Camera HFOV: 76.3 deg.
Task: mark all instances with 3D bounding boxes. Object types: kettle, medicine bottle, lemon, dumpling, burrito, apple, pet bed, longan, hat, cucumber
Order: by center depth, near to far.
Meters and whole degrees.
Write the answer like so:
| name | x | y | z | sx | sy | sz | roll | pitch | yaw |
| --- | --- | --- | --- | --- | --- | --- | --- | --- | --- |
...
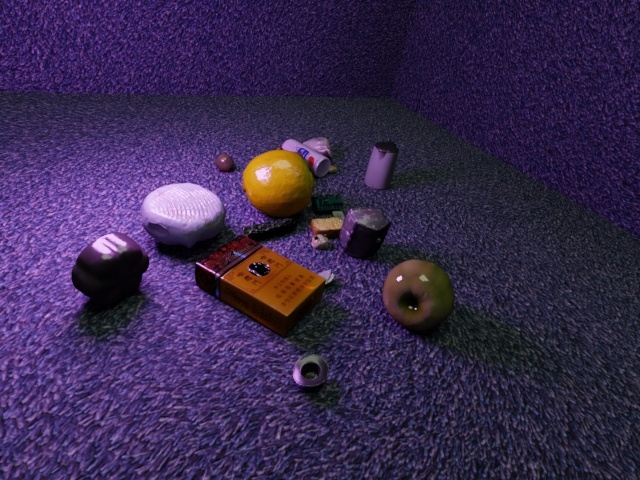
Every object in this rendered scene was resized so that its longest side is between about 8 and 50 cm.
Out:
| name | x | y | z | sx | sy | sz | roll | pitch | yaw |
| --- | --- | --- | --- | --- | --- | --- | --- | --- | --- |
| hat | -0.028 | 0.411 | 1.256 | 0.121 | 0.050 | 0.121 | 4 | 40 | -3 |
| apple | 0.369 | 0.195 | 1.537 | 0.280 | 0.278 | 0.279 | 8 | 35 | -6 |
| burrito | 0.014 | 0.157 | 1.637 | 0.118 | 0.044 | 0.074 | -17 | 41 | -32 |
| pet bed | 0.198 | -0.025 | 1.810 | 0.184 | 0.210 | 0.159 | -2 | 47 | -21 |
| hat | 0.000 | 0.000 | 1.847 | 0.077 | 0.059 | 0.076 | 4 | 40 | -19 |
| cucumber | -0.217 | -0.058 | 1.849 | 0.301 | 0.072 | 0.072 | -16 | 43 | -34 |
| lemon | -0.200 | -0.271 | 1.946 | 0.349 | 0.347 | 0.347 | 8 | 35 | -6 |
| longan | -0.529 | -0.429 | 2.272 | 0.119 | 0.106 | 0.106 | 34 | 11 | -48 |
| kettle | 0.376 | -0.461 | 2.446 | 0.165 | 0.255 | 0.240 | 23 | 36 | 20 |
| medicine bottle | -0.101 | -0.510 | 2.479 | 0.130 | 0.130 | 0.341 | -24 | 48 | -40 |
| dumpling | -0.001 | -0.597 | 2.661 | 0.247 | 0.142 | 0.173 | 31 | 3 | 36 |

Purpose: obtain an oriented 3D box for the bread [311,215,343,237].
| name | x | y | z | sx | sy | sz | roll | pitch | yaw |
| --- | --- | --- | --- | --- | --- | --- | --- | --- | --- |
| bread | 0.042 | -0.061 | 1.941 | 0.188 | 0.065 | 0.103 | -11 | 39 | -27 |

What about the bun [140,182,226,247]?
| name | x | y | z | sx | sy | sz | roll | pitch | yaw |
| --- | --- | --- | --- | --- | --- | --- | --- | --- | --- |
| bun | -0.569 | -0.093 | 1.687 | 0.355 | 0.194 | 0.354 | 11 | 33 | -7 |

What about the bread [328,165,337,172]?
| name | x | y | z | sx | sy | sz | roll | pitch | yaw |
| --- | --- | --- | --- | --- | --- | --- | --- | --- | --- |
| bread | 0.052 | -0.441 | 2.511 | 0.083 | 0.035 | 0.070 | 28 | 37 | 33 |

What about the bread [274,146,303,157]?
| name | x | y | z | sx | sy | sz | roll | pitch | yaw |
| --- | --- | --- | --- | --- | --- | --- | --- | --- | --- |
| bread | -0.190 | -0.409 | 2.265 | 0.195 | 0.178 | 0.339 | 14 | 35 | 1 |

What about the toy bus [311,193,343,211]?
| name | x | y | z | sx | sy | sz | roll | pitch | yaw |
| --- | --- | --- | --- | --- | --- | --- | --- | --- | --- |
| toy bus | 0.034 | -0.195 | 2.102 | 0.161 | 0.091 | 0.079 | -6 | 9 | -25 |

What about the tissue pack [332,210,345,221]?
| name | x | y | z | sx | sy | sz | roll | pitch | yaw |
| --- | --- | --- | --- | --- | --- | --- | --- | --- | --- |
| tissue pack | 0.097 | -0.112 | 2.063 | 0.056 | 0.023 | 0.108 | 0 | 35 | -17 |

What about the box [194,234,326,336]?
| name | x | y | z | sx | sy | sz | roll | pitch | yaw |
| --- | --- | --- | --- | --- | --- | --- | --- | --- | --- |
| box | -0.226 | 0.151 | 1.511 | 0.416 | 0.115 | 0.264 | 27 | 38 | 20 |

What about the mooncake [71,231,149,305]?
| name | x | y | z | sx | sy | sz | roll | pitch | yaw |
| --- | --- | --- | --- | --- | --- | --- | --- | --- | --- |
| mooncake | -0.692 | 0.093 | 1.356 | 0.134 | 0.244 | 0.245 | 30 | 38 | 17 |
